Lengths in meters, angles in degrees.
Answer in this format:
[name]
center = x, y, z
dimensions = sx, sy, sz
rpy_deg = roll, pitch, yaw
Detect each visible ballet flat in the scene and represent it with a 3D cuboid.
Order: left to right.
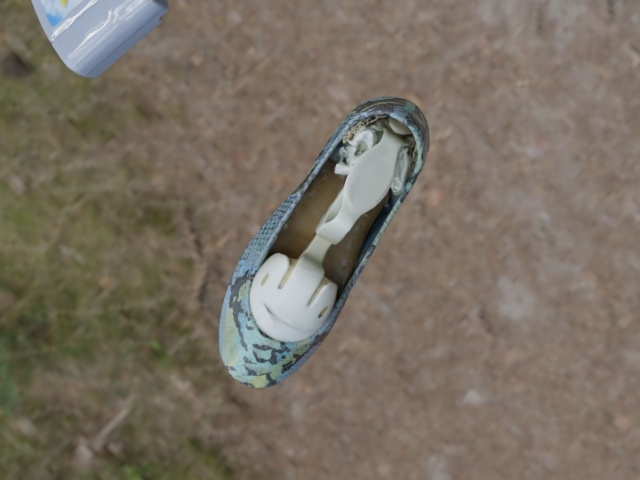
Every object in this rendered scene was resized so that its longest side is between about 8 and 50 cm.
[ballet flat]
center = 0.000, 0.000, 0.972
dimensions = 0.070, 0.188, 0.070
rpy_deg = 28, -179, 0

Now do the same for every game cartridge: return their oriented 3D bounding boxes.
[game cartridge]
center = -0.088, -0.106, 0.650
dimensions = 0.056, 0.017, 0.083
rpy_deg = -38, 62, 35
